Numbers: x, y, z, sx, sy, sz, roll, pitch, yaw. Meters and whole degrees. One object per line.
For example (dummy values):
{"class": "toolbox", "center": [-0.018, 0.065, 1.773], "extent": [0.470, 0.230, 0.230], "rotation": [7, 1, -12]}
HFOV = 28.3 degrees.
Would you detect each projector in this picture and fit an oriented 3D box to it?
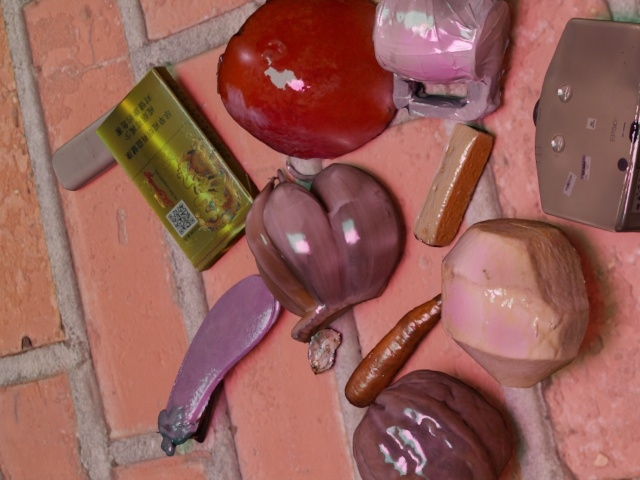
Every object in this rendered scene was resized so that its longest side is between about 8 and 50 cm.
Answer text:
{"class": "projector", "center": [0.374, -0.156, 1.688], "extent": [0.193, 0.088, 0.270], "rotation": [21, 108, 54]}

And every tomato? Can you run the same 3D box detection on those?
{"class": "tomato", "center": [-0.039, -0.254, 1.937], "extent": [0.309, 0.170, 0.309], "rotation": [2, 94, 36]}

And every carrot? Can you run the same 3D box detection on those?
{"class": "carrot", "center": [0.118, 0.161, 1.923], "extent": [0.059, 0.059, 0.248], "rotation": [48, 113, 23]}

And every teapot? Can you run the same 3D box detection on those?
{"class": "teapot", "center": [0.172, -0.272, 1.799], "extent": [0.178, 0.163, 0.222], "rotation": [21, 105, 27]}

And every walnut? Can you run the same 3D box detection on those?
{"class": "walnut", "center": [0.159, 0.297, 1.811], "extent": [0.224, 0.224, 0.224], "rotation": [2, 94, 34]}

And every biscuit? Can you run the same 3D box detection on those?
{"class": "biscuit", "center": [0.191, -0.081, 1.862], "extent": [0.056, 0.052, 0.188], "rotation": [40, 114, 44]}

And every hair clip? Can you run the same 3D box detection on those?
{"class": "hair clip", "center": [-0.170, 0.196, 2.114], "extent": [0.095, 0.110, 0.359], "rotation": [24, 105, -11]}

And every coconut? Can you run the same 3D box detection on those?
{"class": "coconut", "center": [0.261, 0.089, 1.727], "extent": [0.197, 0.237, 0.237], "rotation": [3, 95, -1]}

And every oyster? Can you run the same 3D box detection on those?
{"class": "oyster", "center": [0.004, 0.177, 2.022], "extent": [0.054, 0.019, 0.083], "rotation": [25, 104, 29]}

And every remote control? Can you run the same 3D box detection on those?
{"class": "remote control", "center": [-0.366, -0.185, 2.243], "extent": [0.309, 0.038, 0.090], "rotation": [-31, 78, 31]}

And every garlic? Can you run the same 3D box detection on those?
{"class": "garlic", "center": [0.000, 0.000, 1.964], "extent": [0.237, 0.210, 0.292], "rotation": [149, 105, -68]}

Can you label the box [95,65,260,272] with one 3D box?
{"class": "box", "center": [-0.234, -0.119, 2.131], "extent": [0.173, 0.043, 0.311], "rotation": [-43, 78, 28]}
